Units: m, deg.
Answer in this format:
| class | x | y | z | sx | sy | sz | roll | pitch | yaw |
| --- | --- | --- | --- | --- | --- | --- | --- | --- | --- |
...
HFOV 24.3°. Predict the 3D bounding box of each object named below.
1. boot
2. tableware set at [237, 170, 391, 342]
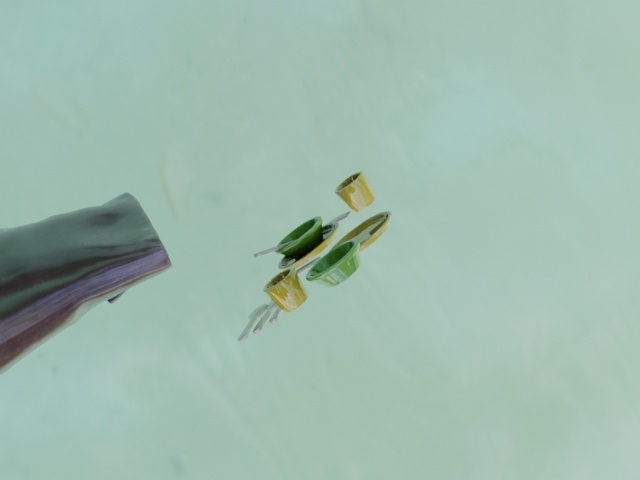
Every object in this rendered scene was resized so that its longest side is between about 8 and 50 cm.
| class | x | y | z | sx | sy | sz | roll | pitch | yaw |
| --- | --- | --- | --- | --- | --- | --- | --- | --- | --- |
| boot | -0.191 | 0.039 | 0.904 | 0.206 | 0.248 | 0.090 | -21 | 111 | -7 |
| tableware set | 0.000 | 0.000 | 0.904 | 0.104 | 0.154 | 0.024 | -31 | 103 | 26 |
